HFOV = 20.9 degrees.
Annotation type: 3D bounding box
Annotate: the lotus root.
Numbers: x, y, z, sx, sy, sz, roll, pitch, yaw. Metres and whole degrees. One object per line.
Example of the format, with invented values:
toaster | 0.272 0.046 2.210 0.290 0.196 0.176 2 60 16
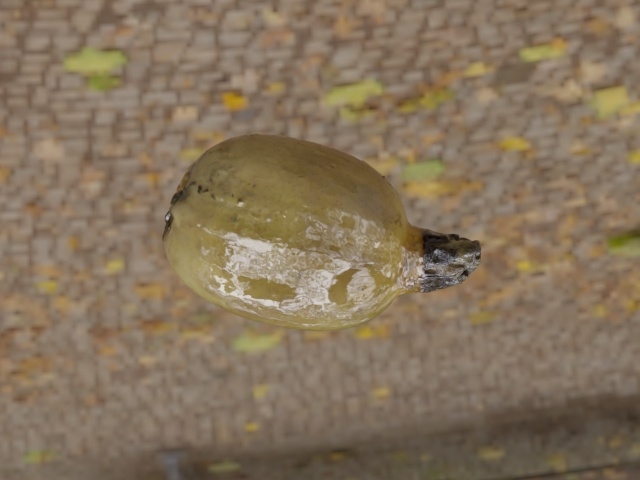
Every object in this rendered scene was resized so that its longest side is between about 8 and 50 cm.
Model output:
lotus root | 0.000 0.000 1.683 0.310 0.183 0.183 14 158 5
